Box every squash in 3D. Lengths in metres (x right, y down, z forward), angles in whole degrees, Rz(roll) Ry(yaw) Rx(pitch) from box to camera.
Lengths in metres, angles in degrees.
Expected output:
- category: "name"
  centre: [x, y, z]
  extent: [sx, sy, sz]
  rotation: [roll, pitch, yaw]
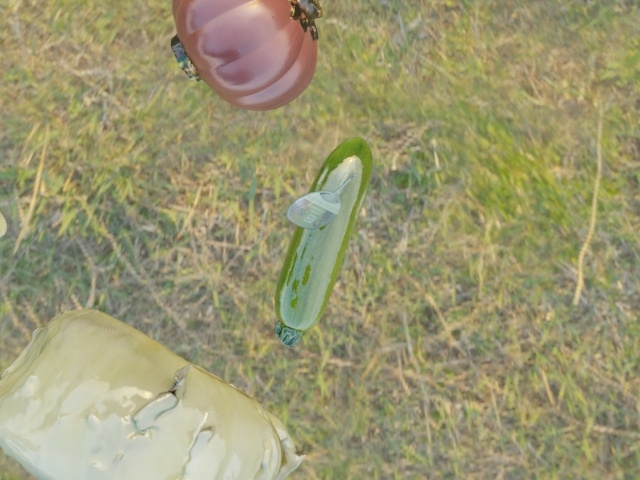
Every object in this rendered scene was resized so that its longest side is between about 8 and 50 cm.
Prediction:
- category: "squash"
  centre: [0.000, 0.000, 1.126]
  extent: [0.069, 0.069, 0.258]
  rotation: [19, 88, -12]

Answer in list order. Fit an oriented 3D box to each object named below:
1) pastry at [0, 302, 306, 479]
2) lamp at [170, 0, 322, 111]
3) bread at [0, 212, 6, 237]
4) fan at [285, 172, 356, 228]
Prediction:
- category: "pastry"
  centre: [-0.093, 0.098, 0.522]
  extent: [0.166, 0.166, 0.088]
  rotation: [34, 82, -19]
- category: "lamp"
  centre: [-0.046, -0.132, 0.612]
  extent: [0.092, 0.107, 0.107]
  rotation: [-25, 119, 12]
- category: "bread"
  centre: [-0.519, -0.015, 1.279]
  extent: [0.178, 0.139, 0.060]
  rotation: [-7, 89, 30]
- category: "fan"
  centre: [0.005, -0.034, 0.986]
  extent: [0.080, 0.003, 0.060]
  rotation: [-23, 145, 0]
